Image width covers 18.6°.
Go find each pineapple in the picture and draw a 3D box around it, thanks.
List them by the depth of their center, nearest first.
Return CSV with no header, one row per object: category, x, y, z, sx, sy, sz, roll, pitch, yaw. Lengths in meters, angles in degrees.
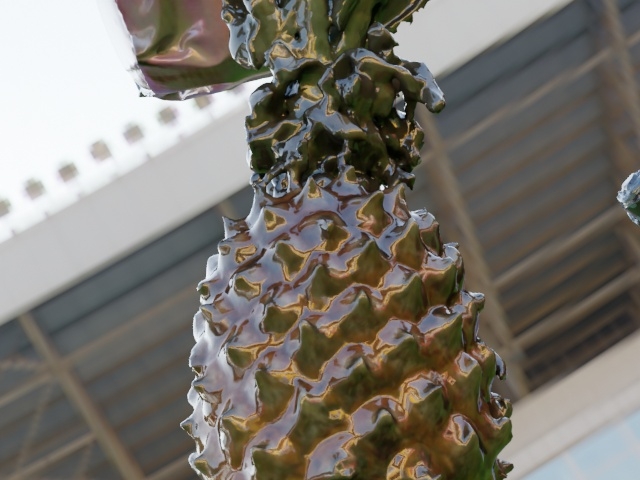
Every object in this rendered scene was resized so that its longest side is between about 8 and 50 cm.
pineapple,0.000,0.000,1.021,0.175,0.361,0.175,-9,-21,-4

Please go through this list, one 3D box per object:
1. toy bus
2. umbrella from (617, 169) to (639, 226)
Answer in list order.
toy bus,-0.074,-0.176,1.355,0.162,0.171,0.386,-23,5,-4
umbrella,0.361,0.027,1.696,0.052,0.250,0.053,-53,5,-19
